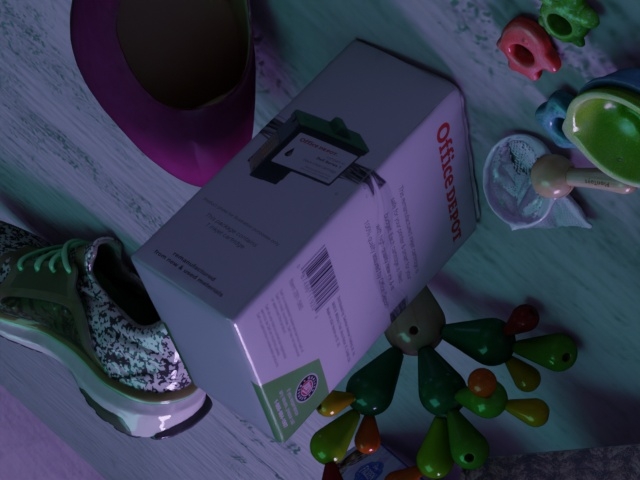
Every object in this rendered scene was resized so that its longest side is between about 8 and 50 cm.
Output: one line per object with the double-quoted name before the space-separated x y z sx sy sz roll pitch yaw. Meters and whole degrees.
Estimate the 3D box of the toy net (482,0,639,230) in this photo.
"toy net" 0.134 -0.056 0.786 0.122 0.045 0.232 39 157 3

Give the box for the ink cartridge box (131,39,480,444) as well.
"ink cartridge box" 0.000 0.000 0.875 0.092 0.219 0.160 31 155 29

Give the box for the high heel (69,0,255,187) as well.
"high heel" -0.077 -0.149 0.822 0.181 0.127 0.377 35 156 39

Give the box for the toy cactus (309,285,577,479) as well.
"toy cactus" 0.078 0.095 1.015 0.112 0.219 0.180 40 -155 -51

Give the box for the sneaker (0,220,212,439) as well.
"sneaker" -0.278 0.050 1.561 0.410 0.158 0.182 32 125 23

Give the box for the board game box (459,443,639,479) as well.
"board game box" 0.255 0.297 1.007 0.232 0.141 0.291 -9 132 26

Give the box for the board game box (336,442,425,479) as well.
"board game box" 0.145 0.361 1.311 0.318 0.066 0.319 55 174 -7
